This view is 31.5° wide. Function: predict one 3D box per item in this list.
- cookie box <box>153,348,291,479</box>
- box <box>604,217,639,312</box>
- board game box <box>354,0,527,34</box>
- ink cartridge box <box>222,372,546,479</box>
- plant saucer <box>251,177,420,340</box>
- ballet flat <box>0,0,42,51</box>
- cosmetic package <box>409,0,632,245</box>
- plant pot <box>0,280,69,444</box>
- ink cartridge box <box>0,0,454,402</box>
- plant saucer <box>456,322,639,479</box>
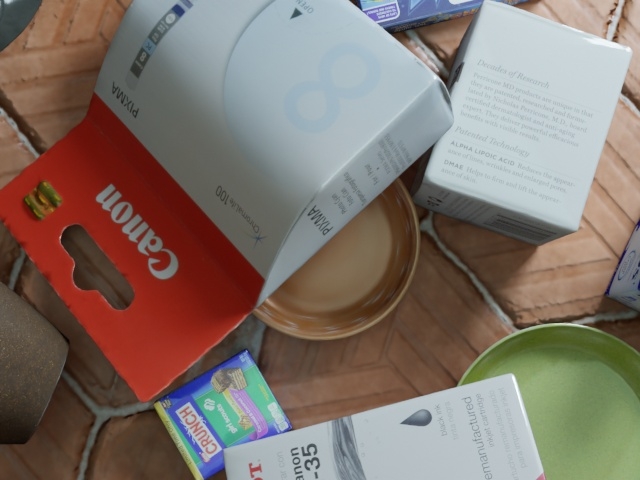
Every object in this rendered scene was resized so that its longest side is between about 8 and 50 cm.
[{"bbox_3d":[-0.097,0.173,1.121,0.107,0.040,0.091,-30,88,-4],"label":"cookie box"},{"bbox_3d":[0.352,0.011,1.110,0.072,0.137,0.126,26,84,0],"label":"box"},{"bbox_3d":[0.127,-0.299,1.179,0.201,0.035,0.136,-14,85,-4],"label":"board game box"},{"bbox_3d":[0.070,0.264,1.029,0.283,0.117,0.207,-16,63,7],"label":"ink cartridge box"},{"bbox_3d":[0.000,0.000,1.136,0.200,0.037,0.199,0,86,3],"label":"plant saucer"},{"bbox_3d":[-0.394,-0.194,1.112,0.280,0.096,0.095,-37,87,-6],"label":"ballet flat"},{"bbox_3d":[0.189,-0.108,1.106,0.152,0.151,0.183,19,83,0],"label":"cosmetic package"},{"bbox_3d":[-0.361,0.099,1.048,0.230,0.215,0.215,25,84,-15],"label":"plant pot"},{"bbox_3d":[-0.117,-0.090,1.054,0.385,0.091,0.308,-42,61,-3],"label":"ink cartridge box"},{"bbox_3d":[0.239,0.204,1.137,0.241,0.037,0.240,0,84,-2],"label":"plant saucer"}]
